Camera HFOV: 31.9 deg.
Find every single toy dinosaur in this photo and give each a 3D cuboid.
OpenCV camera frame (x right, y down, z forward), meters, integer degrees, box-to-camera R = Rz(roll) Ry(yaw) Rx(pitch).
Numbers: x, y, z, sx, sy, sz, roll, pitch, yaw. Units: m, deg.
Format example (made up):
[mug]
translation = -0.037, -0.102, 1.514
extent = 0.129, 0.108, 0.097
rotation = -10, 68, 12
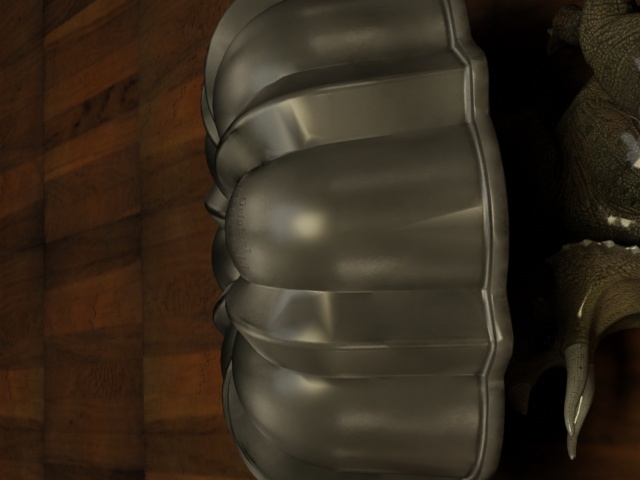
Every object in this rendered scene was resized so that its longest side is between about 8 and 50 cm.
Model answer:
[toy dinosaur]
translation = 0.162, -0.064, 0.565
extent = 0.160, 0.121, 0.313
rotation = 41, 116, 34

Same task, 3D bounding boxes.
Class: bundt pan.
[bundt pan]
translation = 0.000, 0.000, 0.634
extent = 0.331, 0.124, 0.331
rotation = 176, 90, -83
